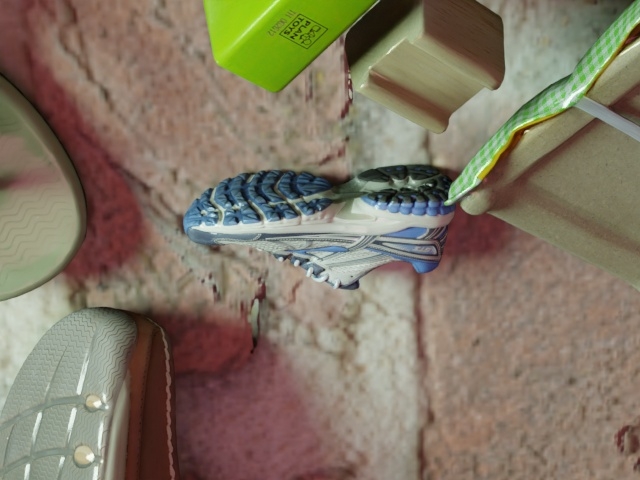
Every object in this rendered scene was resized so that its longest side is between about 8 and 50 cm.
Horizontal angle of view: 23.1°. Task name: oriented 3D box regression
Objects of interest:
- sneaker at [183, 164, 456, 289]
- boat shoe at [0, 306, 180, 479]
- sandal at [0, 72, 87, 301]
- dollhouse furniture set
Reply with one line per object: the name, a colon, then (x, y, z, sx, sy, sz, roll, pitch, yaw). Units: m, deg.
sneaker: (0.000, 0.000, 0.776, 0.135, 0.052, 0.058, -1, 118, -1)
boat shoe: (-0.108, 0.188, 0.835, 0.116, 0.123, 0.324, -4, 109, -37)
sandal: (-0.217, -0.064, 0.683, 0.120, 0.086, 0.303, -42, 129, -1)
dollhouse furniture set: (0.121, -0.121, 0.718, 0.301, 0.151, 0.197, 25, 133, -31)
